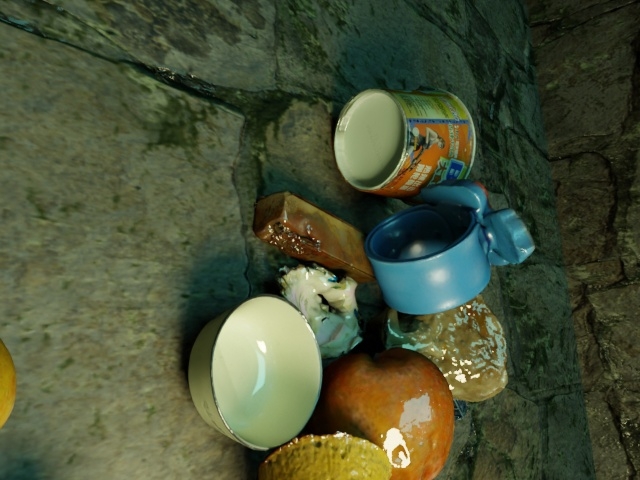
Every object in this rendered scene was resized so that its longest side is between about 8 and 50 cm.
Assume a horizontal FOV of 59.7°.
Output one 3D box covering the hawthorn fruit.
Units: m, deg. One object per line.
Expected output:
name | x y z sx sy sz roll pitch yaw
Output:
hawthorn fruit | 0.108 0.352 1.017 0.277 0.276 0.298 28 51 -43

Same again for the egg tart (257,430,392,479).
egg tart | 0.012 0.397 0.827 0.215 0.215 0.171 48 18 -31

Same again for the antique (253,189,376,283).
antique | 0.000 0.000 1.142 0.310 0.087 0.094 28 60 -44

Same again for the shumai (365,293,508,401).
shumai | 0.237 0.229 1.203 0.262 0.267 0.314 -5 42 -49

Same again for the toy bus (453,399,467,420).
toy bus | 0.321 0.387 1.430 0.047 0.065 0.166 -46 114 -47

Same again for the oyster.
oyster | 0.004 0.136 1.101 0.259 0.092 0.198 -3 72 -47

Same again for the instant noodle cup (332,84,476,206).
instant noodle cup | 0.180 -0.218 1.286 0.213 0.296 0.297 -3 82 -43

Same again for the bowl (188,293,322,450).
bowl | -0.120 0.211 0.904 0.237 0.126 0.238 18 66 -47

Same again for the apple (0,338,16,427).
apple | -0.406 0.137 0.549 0.182 0.182 0.155 6 67 -49

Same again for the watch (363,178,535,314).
watch | 0.253 0.034 1.120 0.274 0.305 0.242 -32 114 -20
